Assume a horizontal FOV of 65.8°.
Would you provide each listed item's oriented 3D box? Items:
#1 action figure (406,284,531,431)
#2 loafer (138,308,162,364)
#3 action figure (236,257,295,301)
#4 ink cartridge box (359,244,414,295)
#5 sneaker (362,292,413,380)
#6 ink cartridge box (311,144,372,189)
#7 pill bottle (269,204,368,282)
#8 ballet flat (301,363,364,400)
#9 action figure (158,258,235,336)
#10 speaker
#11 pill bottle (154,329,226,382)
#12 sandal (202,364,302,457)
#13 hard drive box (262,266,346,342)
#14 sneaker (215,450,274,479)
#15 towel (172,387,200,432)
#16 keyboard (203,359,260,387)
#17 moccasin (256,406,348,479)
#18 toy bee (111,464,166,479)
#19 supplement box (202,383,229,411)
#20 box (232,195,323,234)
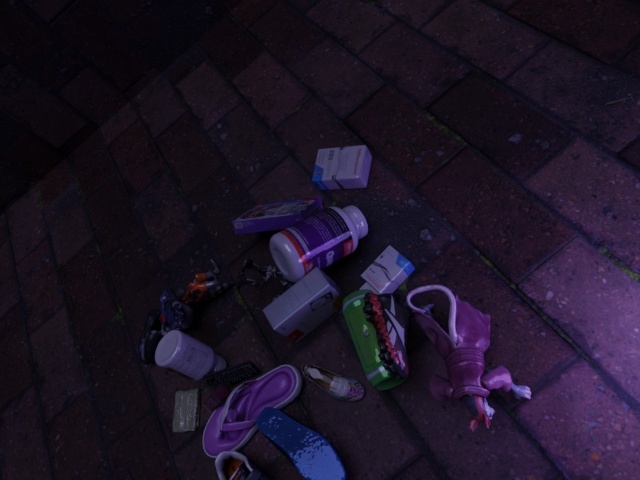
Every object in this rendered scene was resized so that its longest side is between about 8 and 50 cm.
[{"bbox_3d":[0.396,0.317,1.322,0.248,0.275,0.370,-19,41,15],"label":"action figure"},{"bbox_3d":[-0.661,0.375,1.953,0.078,0.076,0.223,-18,54,28],"label":"loafer"},{"bbox_3d":[-0.154,0.137,1.784,0.276,0.141,0.164,7,57,2],"label":"action figure"},{"bbox_3d":[0.211,0.119,1.644,0.180,0.060,0.104,-47,54,-1],"label":"ink cartridge box"},{"bbox_3d":[0.217,0.262,1.424,0.135,0.097,0.276,-10,53,-7],"label":"sneaker"},{"bbox_3d":[0.084,-0.278,1.905,0.203,0.086,0.148,1,66,27],"label":"ink cartridge box"},{"bbox_3d":[0.000,0.000,1.694,0.323,0.181,0.181,-28,50,-22],"label":"pill bottle"},{"bbox_3d":[0.029,0.443,1.556,0.221,0.079,0.077,15,72,32],"label":"ballet flat"},{"bbox_3d":[-0.485,0.253,1.872,0.330,0.178,0.341,-50,29,2],"label":"action figure"},{"bbox_3d":[0.164,0.303,1.532,0.131,0.131,0.296,-29,55,12],"label":"speaker"},{"bbox_3d":[-0.443,0.412,1.714,0.131,0.229,0.131,-26,44,27],"label":"pill bottle"},{"bbox_3d":[-0.247,0.545,1.631,0.416,0.102,0.169,-42,53,3],"label":"sandal"},{"bbox_3d":[-0.046,0.217,1.652,0.232,0.181,0.089,-39,56,5],"label":"hard drive box"},{"bbox_3d":[-0.199,0.748,1.477,0.321,0.127,0.126,22,63,33],"label":"sneaker"},{"bbox_3d":[-0.478,0.606,1.766,0.110,0.027,0.148,-13,59,20],"label":"towel"},{"bbox_3d":[-0.299,0.468,1.700,0.180,0.108,0.023,-19,46,7],"label":"keyboard"},{"bbox_3d":[-0.041,0.613,1.484,0.342,0.117,0.137,34,75,35],"label":"moccasin"},{"bbox_3d":[-0.522,0.843,1.608,0.195,0.162,0.298,-21,81,7],"label":"toy bee"},{"bbox_3d":[-0.357,0.540,1.695,0.043,0.055,0.083,43,126,3],"label":"supplement box"},{"bbox_3d":[-0.160,-0.095,1.883,0.293,0.057,0.201,-5,21,26],"label":"box"}]
